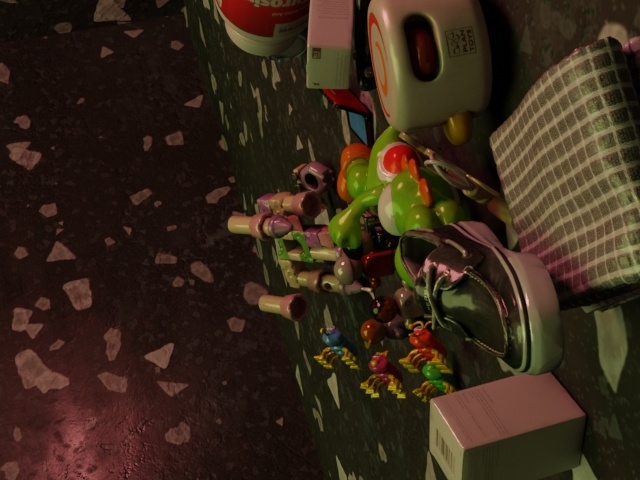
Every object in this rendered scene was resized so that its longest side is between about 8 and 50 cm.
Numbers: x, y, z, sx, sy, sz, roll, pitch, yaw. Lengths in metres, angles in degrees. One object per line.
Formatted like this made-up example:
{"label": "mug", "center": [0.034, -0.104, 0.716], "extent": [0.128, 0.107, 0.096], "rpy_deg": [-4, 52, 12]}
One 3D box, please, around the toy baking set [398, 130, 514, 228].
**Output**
{"label": "toy baking set", "center": [0.194, -0.070, 1.128], "extent": [0.030, 0.197, 0.256], "rpy_deg": [-57, 24, 9]}

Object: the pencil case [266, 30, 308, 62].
{"label": "pencil case", "center": [-0.113, -0.566, 2.072], "extent": [0.124, 0.114, 0.273], "rpy_deg": [70, -177, -73]}

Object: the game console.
{"label": "game console", "center": [0.047, -0.256, 1.761], "extent": [0.085, 0.124, 0.144], "rpy_deg": [-67, 28, 22]}

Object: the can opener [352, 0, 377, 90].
{"label": "can opener", "center": [0.083, -0.360, 1.549], "extent": [0.073, 0.059, 0.186], "rpy_deg": [-128, 27, -62]}

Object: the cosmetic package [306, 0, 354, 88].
{"label": "cosmetic package", "center": [0.020, -0.400, 1.568], "extent": [0.117, 0.086, 0.231], "rpy_deg": [93, 179, -62]}

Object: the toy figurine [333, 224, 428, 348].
{"label": "toy figurine", "center": [0.120, 0.082, 1.614], "extent": [0.213, 0.148, 0.209], "rpy_deg": [112, 144, -67]}

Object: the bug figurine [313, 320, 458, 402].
{"label": "bug figurine", "center": [0.137, 0.216, 1.551], "extent": [0.216, 0.279, 0.072], "rpy_deg": [49, -129, -38]}

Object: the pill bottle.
{"label": "pill bottle", "center": [-0.103, -0.557, 1.775], "extent": [0.407, 0.229, 0.229], "rpy_deg": [115, 140, -70]}

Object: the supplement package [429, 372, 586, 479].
{"label": "supplement package", "center": [0.250, 0.260, 1.163], "extent": [0.105, 0.179, 0.105], "rpy_deg": [-121, 22, -54]}

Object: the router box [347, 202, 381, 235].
{"label": "router box", "center": [0.097, -0.028, 1.853], "extent": [0.122, 0.038, 0.092], "rpy_deg": [-131, 31, -64]}

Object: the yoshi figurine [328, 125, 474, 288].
{"label": "yoshi figurine", "center": [0.135, -0.032, 1.325], "extent": [0.203, 0.203, 0.362], "rpy_deg": [38, -170, -20]}

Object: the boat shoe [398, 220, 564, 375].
{"label": "boat shoe", "center": [0.160, 0.061, 0.938], "extent": [0.335, 0.119, 0.121], "rpy_deg": [-119, 24, -75]}

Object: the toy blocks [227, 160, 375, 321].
{"label": "toy blocks", "center": [0.000, 0.000, 2.018], "extent": [0.260, 0.309, 0.288], "rpy_deg": [4, 122, 43]}

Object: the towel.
{"label": "towel", "center": [0.276, -0.050, 0.891], "extent": [0.283, 0.121, 0.235], "rpy_deg": [124, 133, -73]}

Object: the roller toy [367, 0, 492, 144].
{"label": "roller toy", "center": [0.152, -0.249, 1.166], "extent": [0.191, 0.146, 0.209], "rpy_deg": [81, 177, -49]}
